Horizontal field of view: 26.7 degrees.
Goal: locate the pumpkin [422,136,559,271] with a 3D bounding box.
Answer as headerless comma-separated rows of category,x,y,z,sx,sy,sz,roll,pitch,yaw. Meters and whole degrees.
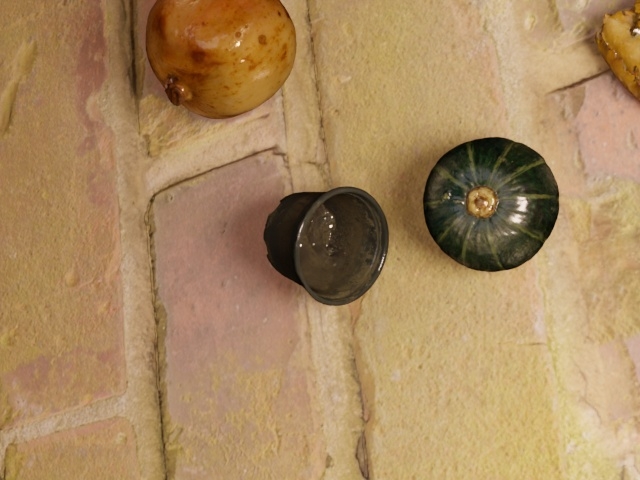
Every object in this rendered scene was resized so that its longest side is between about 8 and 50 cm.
pumpkin,0.208,-0.046,1.650,0.167,0.125,0.167,5,101,25

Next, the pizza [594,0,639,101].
pizza,0.480,-0.228,1.544,0.288,0.074,0.251,-36,61,24

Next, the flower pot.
flower pot,0.000,0.000,1.783,0.107,0.157,0.157,15,85,52

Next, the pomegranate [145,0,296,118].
pomegranate,-0.149,-0.276,1.918,0.215,0.215,0.215,-11,70,33
